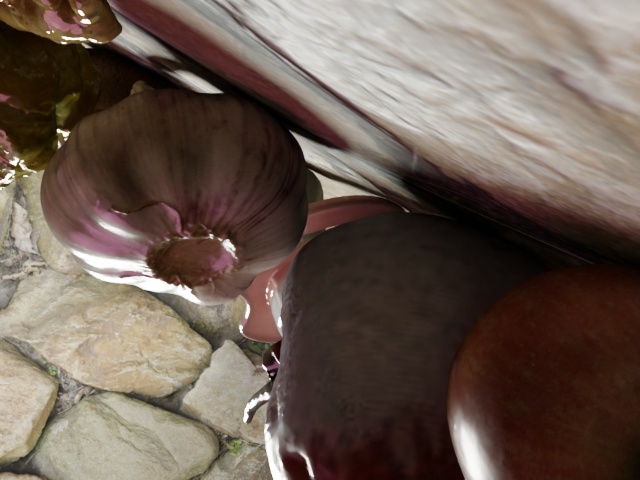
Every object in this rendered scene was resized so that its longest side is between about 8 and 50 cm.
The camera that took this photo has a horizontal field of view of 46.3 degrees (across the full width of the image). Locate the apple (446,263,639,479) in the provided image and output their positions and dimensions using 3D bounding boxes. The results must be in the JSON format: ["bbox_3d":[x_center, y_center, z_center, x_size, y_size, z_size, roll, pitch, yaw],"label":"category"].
[{"bbox_3d":[0.172,0.107,0.462,0.188,0.188,0.174,28,-174,-6],"label":"apple"}]

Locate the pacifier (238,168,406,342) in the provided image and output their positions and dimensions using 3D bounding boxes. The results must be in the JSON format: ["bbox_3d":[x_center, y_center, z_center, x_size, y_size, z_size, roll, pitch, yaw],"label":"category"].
[{"bbox_3d":[-0.006,0.029,0.953,0.273,0.220,0.332,30,156,20],"label":"pacifier"}]

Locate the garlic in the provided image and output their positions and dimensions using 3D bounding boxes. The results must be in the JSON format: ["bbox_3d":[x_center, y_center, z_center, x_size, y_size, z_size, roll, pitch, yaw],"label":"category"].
[{"bbox_3d":[-0.141,-0.073,0.715,0.245,0.245,0.253,28,-147,-47],"label":"garlic"}]

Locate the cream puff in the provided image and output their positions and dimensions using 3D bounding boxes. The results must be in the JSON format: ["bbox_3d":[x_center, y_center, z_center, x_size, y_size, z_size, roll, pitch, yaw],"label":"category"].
[{"bbox_3d":[-0.330,-0.154,0.681,0.244,0.196,0.244,21,132,26],"label":"cream puff"}]

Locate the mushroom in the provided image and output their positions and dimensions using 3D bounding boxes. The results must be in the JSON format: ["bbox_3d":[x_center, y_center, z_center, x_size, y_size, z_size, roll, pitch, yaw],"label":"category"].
[{"bbox_3d":[-0.243,-0.140,0.935,0.253,0.153,0.253,19,176,1],"label":"mushroom"}]

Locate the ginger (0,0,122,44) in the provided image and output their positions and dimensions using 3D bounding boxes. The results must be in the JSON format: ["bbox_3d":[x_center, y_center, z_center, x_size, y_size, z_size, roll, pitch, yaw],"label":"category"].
[{"bbox_3d":[-0.187,-0.160,0.490,0.176,0.052,0.193,34,-178,26],"label":"ginger"}]

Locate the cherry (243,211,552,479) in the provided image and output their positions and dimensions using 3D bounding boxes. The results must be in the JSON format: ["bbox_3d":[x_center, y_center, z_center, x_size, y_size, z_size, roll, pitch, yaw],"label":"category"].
[{"bbox_3d":[0.099,0.122,0.698,0.291,0.335,0.326,91,156,-49],"label":"cherry"}]
